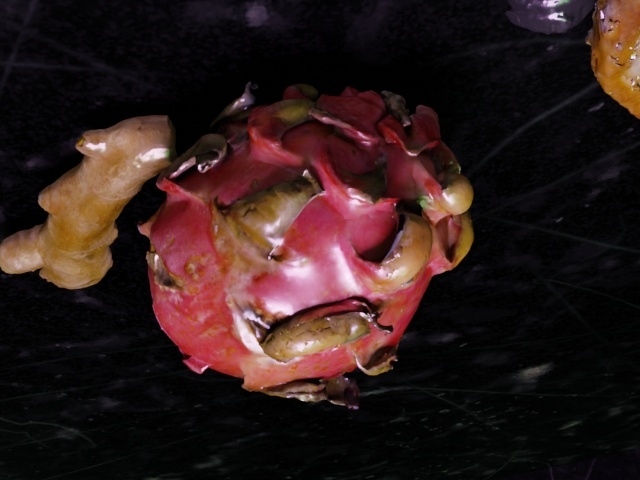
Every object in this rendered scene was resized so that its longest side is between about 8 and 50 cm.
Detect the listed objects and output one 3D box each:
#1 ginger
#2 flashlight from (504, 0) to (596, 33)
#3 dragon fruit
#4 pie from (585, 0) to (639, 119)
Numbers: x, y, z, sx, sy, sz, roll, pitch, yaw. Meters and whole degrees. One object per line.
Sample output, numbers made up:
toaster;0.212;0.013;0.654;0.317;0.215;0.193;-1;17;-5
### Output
ginger;-0.222;-0.034;0.850;0.118;0.065;0.299;10;145;-36
flashlight;0.143;-0.227;0.560;0.093;0.093;0.232;-15;155;15
dragon fruit;0.000;0.000;0.759;0.291;0.269;0.250;-27;161;22
pie;0.342;-0.187;0.667;0.308;0.086;0.308;-5;147;-3
